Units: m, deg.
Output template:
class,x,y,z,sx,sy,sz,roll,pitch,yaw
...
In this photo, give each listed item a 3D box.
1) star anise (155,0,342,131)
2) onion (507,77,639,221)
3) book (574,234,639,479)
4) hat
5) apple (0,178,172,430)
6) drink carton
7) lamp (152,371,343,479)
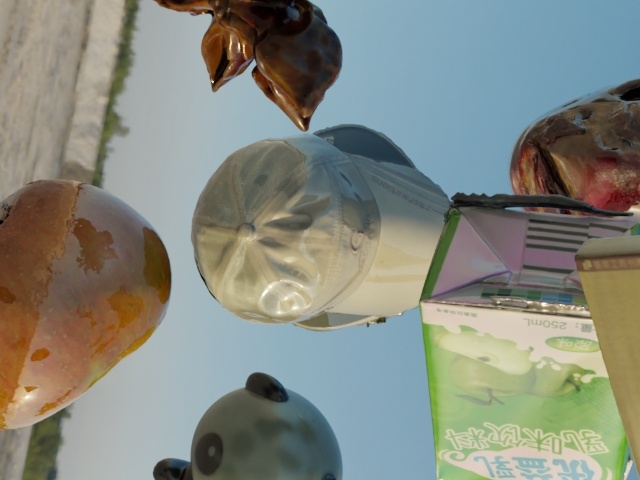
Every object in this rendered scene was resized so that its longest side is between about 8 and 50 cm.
class,x,y,z,sx,sy,sz,roll,pitch,yaw
star anise,-0.044,-0.174,0.677,0.212,0.111,0.196,-24,-93,49
onion,0.374,-0.061,1.054,0.314,0.313,0.232,169,-81,-74
book,0.235,0.096,0.466,0.026,0.161,0.231,-47,122,-45
hat,0.007,0.001,0.938,0.161,0.275,0.232,-130,-129,-70
apple,-0.251,0.050,0.819,0.210,0.173,0.235,-17,-157,41
drink carton,0.172,0.098,0.730,0.271,0.161,0.108,79,23,-44
lamp,-0.085,0.285,1.118,0.244,0.197,0.198,-39,-144,31
